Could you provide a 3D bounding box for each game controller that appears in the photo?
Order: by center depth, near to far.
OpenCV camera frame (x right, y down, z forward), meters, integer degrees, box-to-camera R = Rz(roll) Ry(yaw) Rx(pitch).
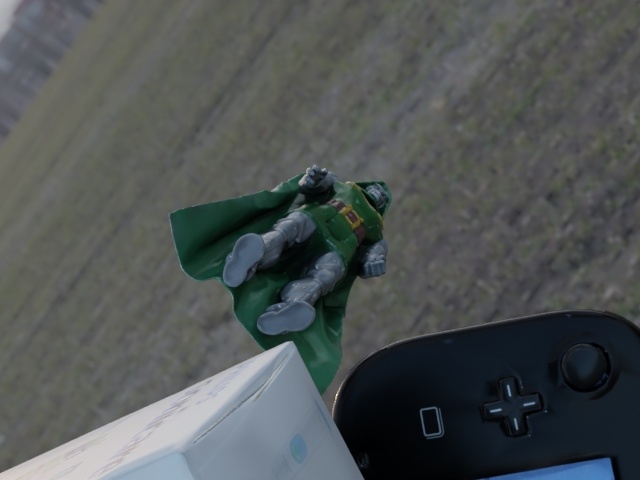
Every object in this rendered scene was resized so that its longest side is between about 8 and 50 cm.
[{"bbox_3d":[0.107,0.197,0.766,0.067,0.166,0.319,72,-172,-85],"label":"game controller"}]

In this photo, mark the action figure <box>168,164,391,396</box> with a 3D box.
[{"bbox_3d":[0.000,0.000,1.012,0.063,0.137,0.232,-33,4,24],"label":"action figure"}]

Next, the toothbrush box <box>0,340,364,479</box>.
[{"bbox_3d":[-0.100,0.199,0.572,0.295,0.216,0.126,-27,4,20],"label":"toothbrush box"}]
